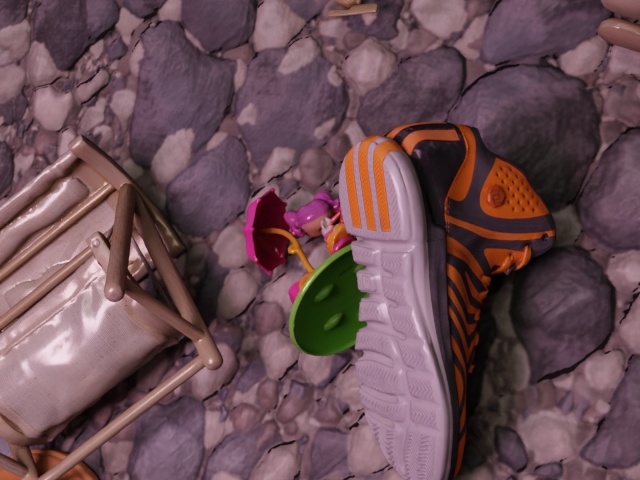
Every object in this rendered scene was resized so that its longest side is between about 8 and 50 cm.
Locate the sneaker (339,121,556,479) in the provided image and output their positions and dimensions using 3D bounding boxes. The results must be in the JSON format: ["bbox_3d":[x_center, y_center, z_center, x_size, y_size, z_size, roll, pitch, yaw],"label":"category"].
[{"bbox_3d":[0.128,0.053,0.919,0.125,0.180,0.321,17,116,54],"label":"sneaker"}]

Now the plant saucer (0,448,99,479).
[{"bbox_3d":[-0.304,0.314,1.080,0.200,0.037,0.199,-8,70,22],"label":"plant saucer"}]

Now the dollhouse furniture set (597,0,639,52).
[{"bbox_3d":[0.284,-0.301,0.887,0.161,0.242,0.212,21,84,15],"label":"dollhouse furniture set"}]

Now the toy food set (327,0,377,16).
[{"bbox_3d":[0.045,-0.288,1.124,0.078,0.019,0.122,0,66,24],"label":"toy food set"}]

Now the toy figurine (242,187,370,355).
[{"bbox_3d":[0.000,0.000,1.012,0.173,0.130,0.159,-35,51,-14],"label":"toy figurine"}]

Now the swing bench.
[{"bbox_3d":[-0.266,0.076,1.061,0.253,0.165,0.254,-37,42,11],"label":"swing bench"}]
